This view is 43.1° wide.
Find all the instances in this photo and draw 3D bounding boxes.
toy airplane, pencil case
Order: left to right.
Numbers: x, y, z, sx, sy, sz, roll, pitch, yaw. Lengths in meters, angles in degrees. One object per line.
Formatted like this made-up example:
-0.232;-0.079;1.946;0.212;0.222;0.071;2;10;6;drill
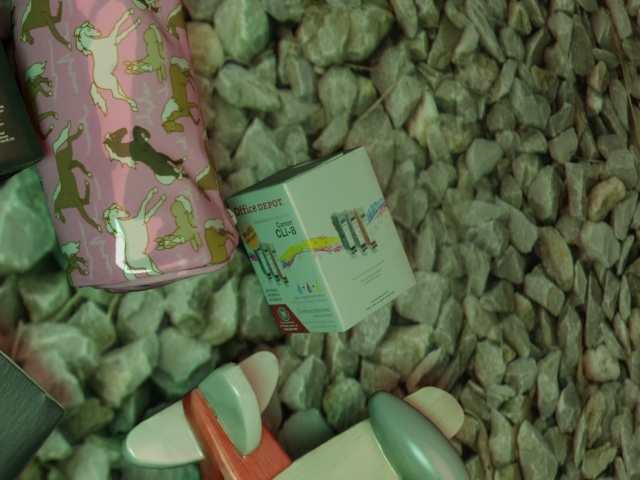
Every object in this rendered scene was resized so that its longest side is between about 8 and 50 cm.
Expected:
-0.193;-0.145;0.779;0.167;0.160;0.386;-17;95;-70;pencil case
-0.017;0.290;0.789;0.384;0.272;0.386;27;70;-31;toy airplane

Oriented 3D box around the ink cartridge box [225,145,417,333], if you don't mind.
0.000;0.000;0.924;0.127;0.128;0.176;-28;101;-35;ink cartridge box

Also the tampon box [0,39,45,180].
-0.328;-0.124;0.695;0.101;0.120;0.161;-23;99;-36;tampon box

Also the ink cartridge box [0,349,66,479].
-0.383;0.164;0.600;0.304;0.072;0.307;-56;138;-26;ink cartridge box
